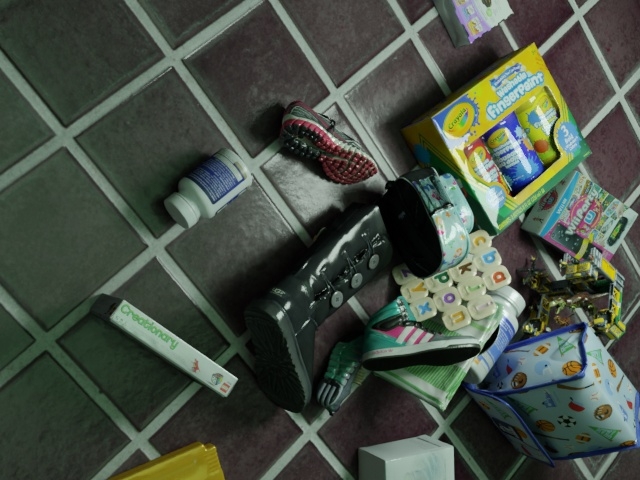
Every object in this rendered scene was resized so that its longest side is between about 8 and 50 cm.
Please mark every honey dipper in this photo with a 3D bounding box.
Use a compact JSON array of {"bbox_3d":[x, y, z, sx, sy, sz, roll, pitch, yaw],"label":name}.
[{"bbox_3d":[0.121,0.302,1.881,0.031,0.030,0.160,29,73,-26],"label":"honey dipper"}]

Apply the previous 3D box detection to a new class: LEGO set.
[{"bbox_3d":[0.692,0.156,2.017,0.192,0.331,0.254,38,64,-28],"label":"LEGO set"}]

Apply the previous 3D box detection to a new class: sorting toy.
[{"bbox_3d":[0.000,0.000,1.779,0.045,0.075,0.083,27,73,12],"label":"sorting toy"}]

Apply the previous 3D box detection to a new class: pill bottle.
[{"bbox_3d":[0.458,0.255,1.998,0.272,0.152,0.152,-48,112,-20],"label":"pill bottle"},{"bbox_3d":[-0.258,-0.115,1.618,0.187,0.112,0.112,-42,109,-23],"label":"pill bottle"}]

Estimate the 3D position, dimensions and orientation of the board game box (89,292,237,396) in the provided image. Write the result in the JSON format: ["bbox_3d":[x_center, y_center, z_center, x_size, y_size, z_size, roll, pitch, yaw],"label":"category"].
[{"bbox_3d":[-0.339,0.224,1.528,0.305,0.193,0.053,40,72,-24],"label":"board game box"}]

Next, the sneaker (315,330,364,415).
[{"bbox_3d":[0.061,0.340,1.836,0.223,0.083,0.098,-55,147,-26],"label":"sneaker"}]

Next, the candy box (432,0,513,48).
[{"bbox_3d":[0.435,-0.670,2.027,0.196,0.070,0.164,-37,107,-23],"label":"candy box"}]

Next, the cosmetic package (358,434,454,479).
[{"bbox_3d":[0.228,0.656,1.880,0.225,0.138,0.223,-2,91,-28],"label":"cosmetic package"}]

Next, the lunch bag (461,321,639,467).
[{"bbox_3d":[0.631,0.448,1.974,0.327,0.386,0.239,50,40,-21],"label":"lunch bag"}]

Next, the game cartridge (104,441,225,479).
[{"bbox_3d":[-0.336,0.652,1.613,0.285,0.053,0.323,-18,100,-28],"label":"game cartridge"}]

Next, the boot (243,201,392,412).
[{"bbox_3d":[0.017,0.160,1.757,0.445,0.146,0.366,-47,145,-39],"label":"boot"}]

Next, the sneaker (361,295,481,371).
[{"bbox_3d":[0.245,0.227,1.803,0.296,0.123,0.178,-5,56,0],"label":"sneaker"}]

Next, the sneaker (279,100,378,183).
[{"bbox_3d":[0.032,-0.245,1.783,0.299,0.121,0.112,32,44,-33],"label":"sneaker"}]

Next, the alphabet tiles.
[{"bbox_3d":[0.346,0.095,1.893,0.278,0.021,0.284,-25,64,5],"label":"alphabet tiles"}]

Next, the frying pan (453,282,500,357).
[{"bbox_3d":[0.362,0.195,1.946,0.197,0.326,0.053,-26,137,1],"label":"frying pan"}]

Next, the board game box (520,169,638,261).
[{"bbox_3d":[0.796,-0.059,2.183,0.303,0.097,0.224,27,95,-25],"label":"board game box"}]

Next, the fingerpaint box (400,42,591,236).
[{"bbox_3d":[0.504,-0.280,1.999,0.445,0.163,0.371,-37,102,-24],"label":"fingerpaint box"}]

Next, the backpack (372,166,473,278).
[{"bbox_3d":[0.276,-0.038,1.827,0.191,0.225,0.253,-15,72,-25],"label":"backpack"}]

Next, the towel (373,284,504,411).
[{"bbox_3d":[0.304,0.259,1.870,0.324,0.248,0.038,-54,143,-18],"label":"towel"}]
